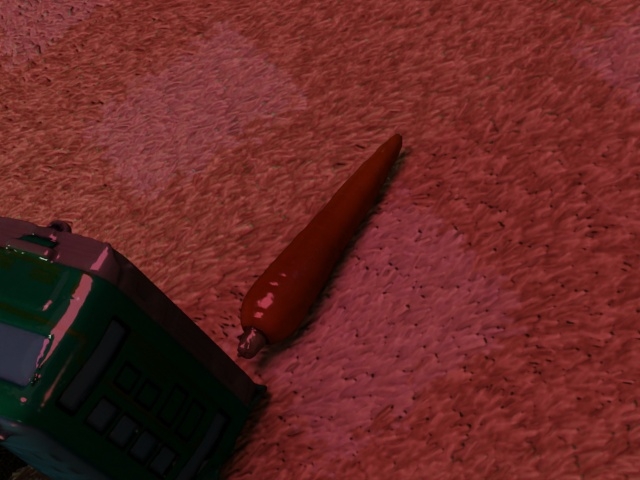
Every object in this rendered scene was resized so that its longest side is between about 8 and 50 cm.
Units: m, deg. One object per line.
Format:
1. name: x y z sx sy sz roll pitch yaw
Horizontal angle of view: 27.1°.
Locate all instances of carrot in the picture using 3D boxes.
1. carrot: 0.000 0.000 1.484 0.069 0.069 0.336 13 56 37

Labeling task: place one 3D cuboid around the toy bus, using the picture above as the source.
1. toy bus: -0.215 0.139 1.290 0.183 0.343 0.199 12 67 33

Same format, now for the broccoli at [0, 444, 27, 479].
1. broccoli: -0.407 0.134 1.427 0.297 0.297 0.297 19 57 3
